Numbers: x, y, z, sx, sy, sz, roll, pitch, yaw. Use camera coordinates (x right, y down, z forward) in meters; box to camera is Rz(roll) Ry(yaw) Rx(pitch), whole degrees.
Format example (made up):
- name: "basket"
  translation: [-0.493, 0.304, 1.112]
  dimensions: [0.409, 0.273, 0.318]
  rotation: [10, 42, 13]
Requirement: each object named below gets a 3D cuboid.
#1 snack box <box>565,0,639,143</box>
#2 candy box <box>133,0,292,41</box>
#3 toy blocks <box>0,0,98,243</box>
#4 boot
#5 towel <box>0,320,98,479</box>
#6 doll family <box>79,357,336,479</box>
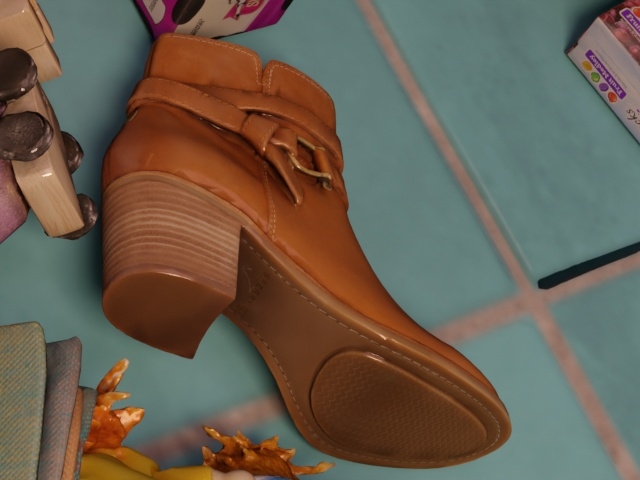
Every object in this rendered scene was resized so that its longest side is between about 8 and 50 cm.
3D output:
- name: "snack box"
  translation: [0.204, -0.067, 0.938]
  dimensions: [0.100, 0.037, 0.141]
  rotation: [-31, 79, -37]
- name: "candy box"
  translation: [-0.068, -0.224, 0.818]
  dimensions: [0.071, 0.159, 0.233]
  rotation: [-17, 71, -34]
- name: "toy blocks"
  translation: [-0.268, -0.142, 0.670]
  dimensions: [0.260, 0.309, 0.289]
  rotation: [-19, 56, 1]
- name: "boot"
  translation: [0.000, 0.000, 0.783]
  dimensions: [0.197, 0.073, 0.152]
  rotation: [31, 38, -25]
- name: "towel"
  translation: [-0.204, 0.204, 0.503]
  dimensions: [0.271, 0.040, 0.370]
  rotation: [-5, 61, 12]
- name: "doll family"
  translation: [-0.031, 0.107, 0.655]
  dimensions: [0.263, 0.163, 0.118]
  rotation: [8, 94, -23]
